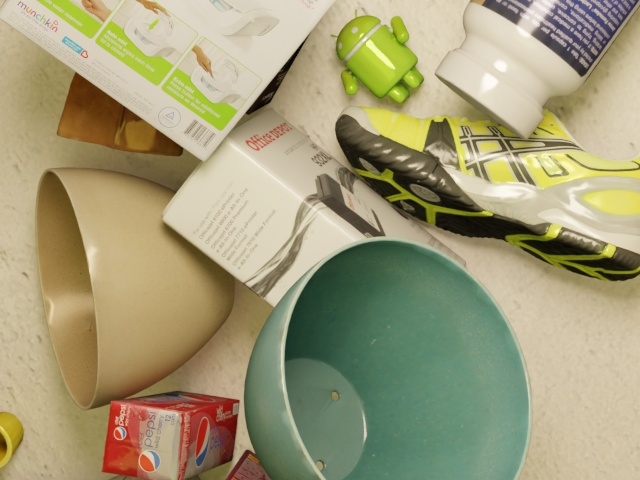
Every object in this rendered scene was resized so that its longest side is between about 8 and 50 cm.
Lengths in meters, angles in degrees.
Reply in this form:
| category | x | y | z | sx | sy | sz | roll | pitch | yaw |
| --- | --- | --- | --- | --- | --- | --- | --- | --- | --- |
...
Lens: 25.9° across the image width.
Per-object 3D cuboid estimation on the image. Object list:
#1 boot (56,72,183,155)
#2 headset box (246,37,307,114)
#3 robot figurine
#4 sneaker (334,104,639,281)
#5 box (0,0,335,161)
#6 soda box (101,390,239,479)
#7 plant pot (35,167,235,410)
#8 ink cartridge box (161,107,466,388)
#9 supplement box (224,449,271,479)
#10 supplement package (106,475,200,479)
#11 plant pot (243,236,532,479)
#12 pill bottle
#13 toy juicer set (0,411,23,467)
| category | x | y | z | sx | sy | sz | roll | pitch | yaw |
| --- | --- | --- | --- | --- | --- | --- | --- | --- | --- |
| boot | -0.255 | -0.250 | 1.557 | 0.264 | 0.096 | 0.280 | 13 | 113 | -5 |
| headset box | -0.088 | -0.328 | 1.593 | 0.218 | 0.110 | 0.293 | 32 | 109 | 3 |
| robot figurine | 0.066 | -0.212 | 1.609 | 0.115 | 0.067 | 0.101 | 45 | 113 | -1 |
| sneaker | 0.203 | -0.082 | 1.595 | 0.384 | 0.145 | 0.147 | 22 | 76 | 9 |
| box | -0.153 | -0.255 | 1.430 | 0.262 | 0.127 | 0.231 | 34 | 108 | -17 |
| soda box | -0.174 | 0.230 | 1.663 | 0.092 | 0.263 | 0.083 | 7 | 87 | 10 |
| plant pot | -0.212 | 0.045 | 1.654 | 0.191 | 0.284 | 0.284 | -8 | 104 | -22 |
| ink cartridge box | 0.000 | 0.000 | 1.593 | 0.307 | 0.223 | 0.129 | 38 | 108 | 2 |
| supplement box | -0.089 | 0.348 | 1.715 | 0.104 | 0.188 | 0.081 | 30 | 109 | 4 |
| supplement package | -0.195 | 0.419 | 1.785 | 0.139 | 0.134 | 0.244 | -23 | 97 | 16 |
| plant pot | 0.037 | 0.164 | 1.386 | 0.290 | 0.290 | 0.195 | 55 | 142 | -4 |
| pill bottle | 0.247 | -0.249 | 1.486 | 0.153 | 0.153 | 0.265 | 36 | 93 | 3 |
| toy juicer set | -0.414 | 0.406 | 1.856 | 0.209 | 0.089 | 0.329 | -32 | 95 | 17 |
